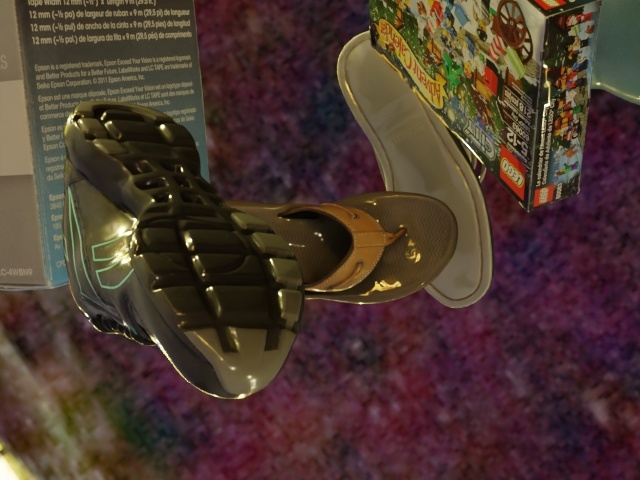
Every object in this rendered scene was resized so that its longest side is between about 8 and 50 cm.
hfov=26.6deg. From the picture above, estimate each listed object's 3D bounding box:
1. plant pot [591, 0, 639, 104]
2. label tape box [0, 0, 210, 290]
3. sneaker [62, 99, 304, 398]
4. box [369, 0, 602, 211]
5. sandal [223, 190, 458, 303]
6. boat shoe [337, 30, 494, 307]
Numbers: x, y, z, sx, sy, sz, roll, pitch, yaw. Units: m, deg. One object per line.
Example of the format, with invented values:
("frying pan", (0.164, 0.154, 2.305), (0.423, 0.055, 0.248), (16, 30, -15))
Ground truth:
("plant pot", (0.379, -0.275, 1.552), (0.293, 0.196, 0.293), (-9, -90, -75))
("label tape box", (-0.215, -0.149, 1.171), (0.115, 0.249, 0.347), (-2, 98, 29))
("sneaker", (-0.088, 0.018, 0.792), (0.267, 0.101, 0.106), (55, 132, 50))
("box", (0.106, -0.151, 0.953), (0.233, 0.044, 0.159), (53, 155, 43))
("sandal", (0.000, 0.000, 1.028), (0.060, 0.219, 0.090), (151, 123, -78))
("boat shoe", (0.091, -0.063, 1.186), (0.254, 0.095, 0.079), (64, -158, 12))
